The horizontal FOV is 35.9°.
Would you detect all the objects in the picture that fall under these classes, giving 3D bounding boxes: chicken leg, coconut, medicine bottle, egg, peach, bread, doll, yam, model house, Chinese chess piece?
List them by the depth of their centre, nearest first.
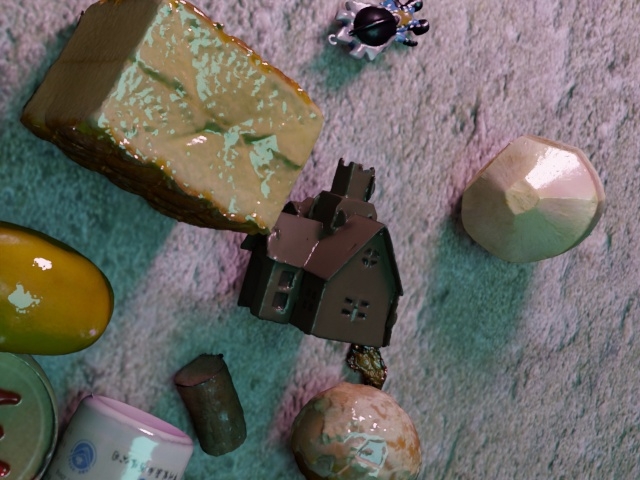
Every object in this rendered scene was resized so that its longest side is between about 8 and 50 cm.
[{"bbox_3d":[-0.363,0.056,1.161,0.251,0.251,0.153,23,93,-33],"label":"peach"},{"bbox_3d":[-0.453,0.232,1.227,0.249,0.103,0.250,-7,102,-33],"label":"Chinese chess piece"},{"bbox_3d":[-0.181,-0.154,1.235,0.279,0.279,0.207,33,78,-30],"label":"bread"},{"bbox_3d":[-0.299,0.365,1.305,0.170,0.170,0.293,28,84,-32],"label":"medicine bottle"},{"bbox_3d":[0.000,0.000,1.405,0.204,0.211,0.244,13,96,-35],"label":"model house"},{"bbox_3d":[-0.157,0.237,1.429,0.084,0.084,0.127,-27,115,-26],"label":"yam"},{"bbox_3d":[0.085,-0.323,1.494,0.195,0.070,0.096,-23,94,-35],"label":"doll"},{"bbox_3d":[0.059,0.320,1.511,0.195,0.195,0.233,-51,134,-15],"label":"egg"},{"bbox_3d":[0.078,0.216,1.597,0.062,0.037,0.145,-15,106,-6],"label":"chicken leg"},{"bbox_3d":[0.348,-0.062,1.621,0.236,0.237,0.197,-30,81,-25],"label":"coconut"}]
